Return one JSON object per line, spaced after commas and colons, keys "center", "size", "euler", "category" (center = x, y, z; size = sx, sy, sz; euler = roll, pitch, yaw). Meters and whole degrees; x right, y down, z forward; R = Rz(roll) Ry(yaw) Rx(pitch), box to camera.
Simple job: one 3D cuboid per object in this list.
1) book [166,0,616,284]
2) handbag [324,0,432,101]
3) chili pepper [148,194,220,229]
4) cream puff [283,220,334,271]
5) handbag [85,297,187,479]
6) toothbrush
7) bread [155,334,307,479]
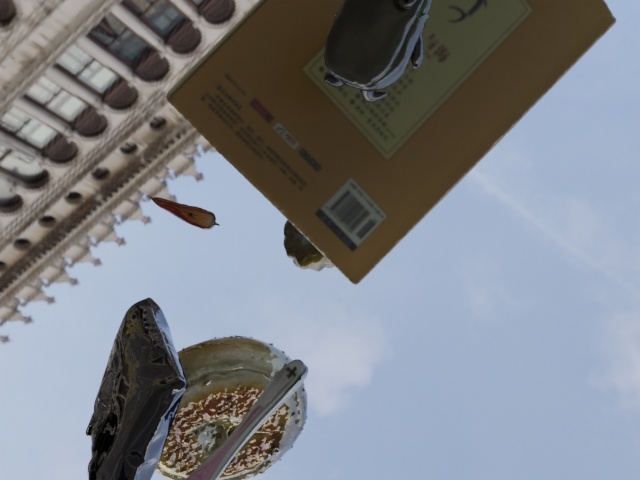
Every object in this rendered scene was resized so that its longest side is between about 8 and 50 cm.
{"center": [0.080, -0.179, 0.623], "size": [0.389, 0.269, 0.032], "euler": [-44, -164, -2], "category": "book"}
{"center": [0.046, -0.156, 0.455], "size": [0.072, 0.047, 0.111], "euler": [26, -81, 4], "category": "handbag"}
{"center": [-0.306, -0.063, 1.440], "size": [0.178, 0.027, 0.045], "euler": [20, -105, 1], "category": "chili pepper"}
{"center": [0.000, 0.000, 1.253], "size": [0.146, 0.116, 0.146], "euler": [-14, -116, 30], "category": "cream puff"}
{"center": [-0.240, 0.213, 0.825], "size": [0.211, 0.088, 0.254], "euler": [-65, -152, 7], "category": "handbag"}
{"center": [-0.079, 0.155, 0.412], "size": [0.017, 0.022, 0.204], "euler": [40, -96, 22], "category": "toothbrush"}
{"center": [-0.175, 0.296, 1.139], "size": [0.305, 0.305, 0.159], "euler": [-50, -150, 4], "category": "bread"}
